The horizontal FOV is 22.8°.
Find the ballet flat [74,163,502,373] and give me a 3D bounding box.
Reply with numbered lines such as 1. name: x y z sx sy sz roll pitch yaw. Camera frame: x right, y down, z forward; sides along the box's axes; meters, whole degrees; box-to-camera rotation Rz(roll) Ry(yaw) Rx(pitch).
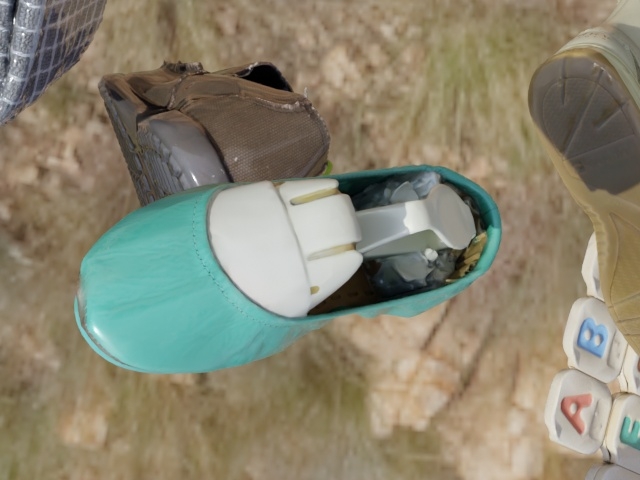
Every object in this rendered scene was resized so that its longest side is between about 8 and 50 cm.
1. ballet flat: 0.000 0.000 0.712 0.087 0.083 0.247 -33 166 37

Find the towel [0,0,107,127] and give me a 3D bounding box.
1. towel: -0.208 -0.227 1.100 0.121 0.235 0.283 17 111 2

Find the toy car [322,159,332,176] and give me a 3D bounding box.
1. toy car: -0.066 -0.019 1.345 0.149 0.155 0.188 21 179 -6

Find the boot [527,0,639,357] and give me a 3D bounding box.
1. boot: 0.248 -0.047 1.091 0.095 0.203 0.262 -19 108 37

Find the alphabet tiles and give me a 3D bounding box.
1. alphabet tiles: 0.283 0.109 1.266 0.021 0.284 0.278 5 164 47

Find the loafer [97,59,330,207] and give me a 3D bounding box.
1. loafer: -0.075 -0.069 1.196 0.130 0.366 0.133 -22 108 -11
